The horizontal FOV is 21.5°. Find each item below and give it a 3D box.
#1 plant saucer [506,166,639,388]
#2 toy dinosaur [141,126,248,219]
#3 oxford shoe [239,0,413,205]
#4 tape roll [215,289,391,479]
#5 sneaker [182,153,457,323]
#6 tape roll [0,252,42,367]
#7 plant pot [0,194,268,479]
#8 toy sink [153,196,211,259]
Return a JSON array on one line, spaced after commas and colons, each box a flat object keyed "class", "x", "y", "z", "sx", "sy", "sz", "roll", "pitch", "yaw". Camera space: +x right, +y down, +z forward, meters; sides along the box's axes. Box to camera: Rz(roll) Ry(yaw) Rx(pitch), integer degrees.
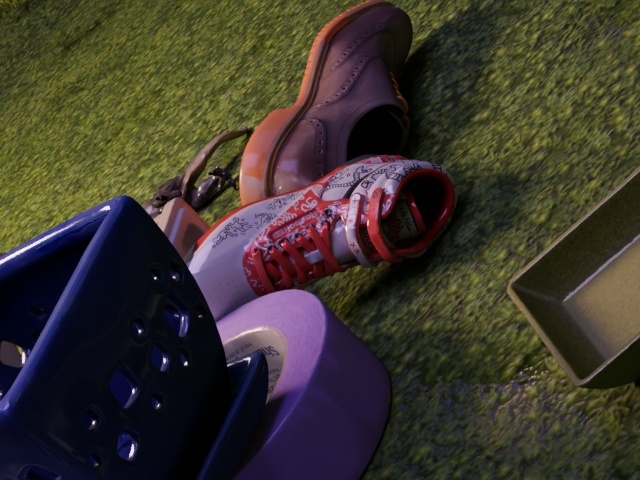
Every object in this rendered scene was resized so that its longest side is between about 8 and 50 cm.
[{"class": "plant saucer", "x": 0.242, "y": 0.021, "z": 1.232, "sx": 0.188, "sy": 0.045, "sz": 0.188, "roll": -42, "pitch": 23, "yaw": 7}, {"class": "toy dinosaur", "x": -0.167, "y": -0.057, "z": 2.061, "sx": 0.268, "sy": 0.064, "sz": 0.118, "roll": -47, "pitch": 15, "yaw": -16}, {"class": "oxford shoe", "x": 0.045, "y": -0.135, "z": 1.799, "sx": 0.132, "sy": 0.130, "sz": 0.364, "roll": 5, "pitch": 43, "yaw": 25}, {"class": "tape roll", "x": -0.072, "y": 0.173, "z": 1.447, "sx": 0.275, "sy": 0.090, "sz": 0.275, "roll": -37, "pitch": 23, "yaw": 19}, {"class": "sneaker", "x": 0.000, "y": -0.001, "z": 1.555, "sx": 0.270, "sy": 0.090, "sz": 0.145, "roll": -30, "pitch": 18, "yaw": -23}, {"class": "tape roll", "x": -0.308, "y": 0.123, "z": 1.767, "sx": 0.072, "sy": 0.219, "sz": 0.219, "roll": -34, "pitch": 24, "yaw": 25}, {"class": "plant pot", "x": -0.190, "y": 0.139, "z": 1.309, "sx": 0.236, "sy": 0.212, "sz": 0.236, "roll": -25, "pitch": 29, "yaw": 40}, {"class": "toy sink", "x": -0.155, "y": 0.060, "z": 1.732, "sx": 0.234, "sy": 0.131, "sz": 0.153, "roll": -32, "pitch": 26, "yaw": 26}]
